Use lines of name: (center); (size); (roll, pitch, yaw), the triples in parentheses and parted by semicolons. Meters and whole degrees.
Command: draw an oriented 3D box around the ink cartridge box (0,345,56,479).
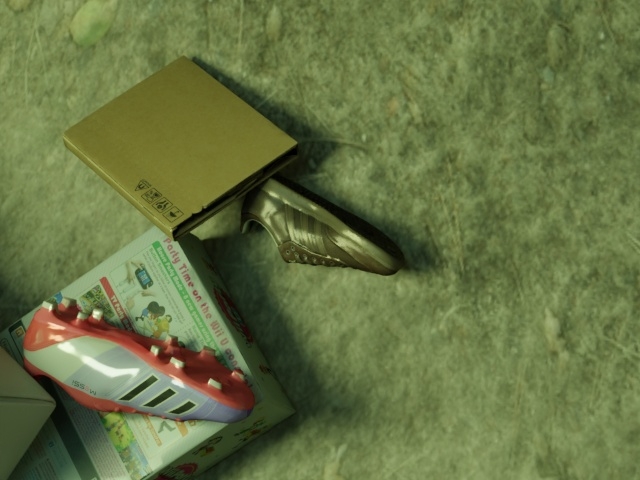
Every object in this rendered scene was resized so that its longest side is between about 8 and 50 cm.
ink cartridge box: (-0.491, 0.147, 1.636); (0.395, 0.166, 0.285); (40, 103, 26)

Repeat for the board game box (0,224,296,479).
board game box: (-0.211, 0.156, 1.685); (0.303, 0.097, 0.224); (-34, 67, 8)

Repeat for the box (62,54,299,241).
box: (-0.144, -0.099, 1.721); (0.164, 0.021, 0.201); (-35, 51, -20)

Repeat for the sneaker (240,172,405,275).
sneaker: (0.000, 0.000, 1.684); (0.188, 0.066, 0.071); (33, 104, 29)

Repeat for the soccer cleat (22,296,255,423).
soccer cleat: (-0.174, 0.132, 1.593); (0.248, 0.083, 0.095); (21, 104, 21)
